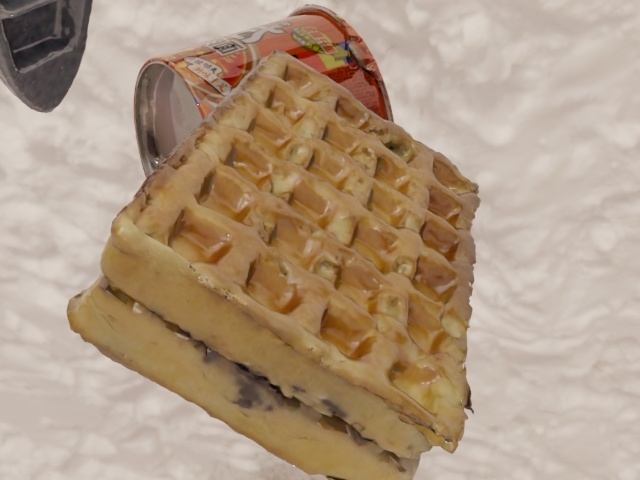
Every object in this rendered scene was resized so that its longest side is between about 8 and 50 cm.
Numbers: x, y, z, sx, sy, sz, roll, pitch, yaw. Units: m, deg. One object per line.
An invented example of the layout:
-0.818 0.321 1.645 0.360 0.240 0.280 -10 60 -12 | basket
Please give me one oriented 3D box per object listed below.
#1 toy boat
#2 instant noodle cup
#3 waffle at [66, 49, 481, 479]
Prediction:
-0.268 -0.241 0.747 0.078 0.127 0.283 31 137 16 | toy boat
-0.069 -0.111 0.874 0.192 0.250 0.250 -19 166 -31 | instant noodle cup
-0.001 0.001 0.543 0.213 0.308 0.091 33 122 -7 | waffle
